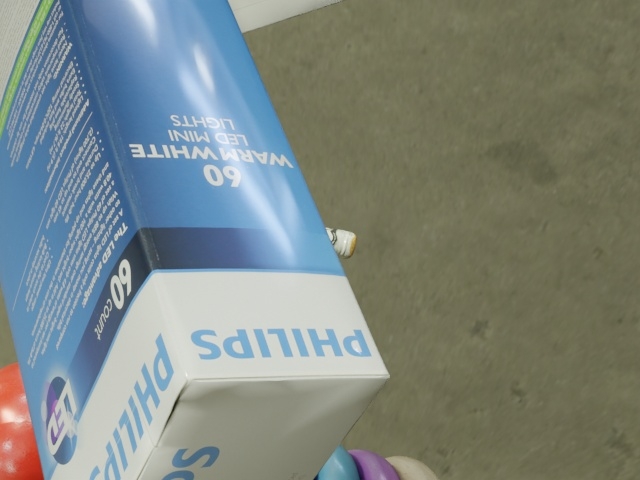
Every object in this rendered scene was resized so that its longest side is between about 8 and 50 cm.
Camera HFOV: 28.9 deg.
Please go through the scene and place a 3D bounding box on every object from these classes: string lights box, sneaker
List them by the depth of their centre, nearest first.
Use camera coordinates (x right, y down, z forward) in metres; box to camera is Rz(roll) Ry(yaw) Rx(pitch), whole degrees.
[{"bbox_3d":[-0.075,-0.012,0.493,0.076,0.133,0.260,2,48,-31],"label":"string lights box"},{"bbox_3d":[0.000,0.000,1.135,0.037,0.083,0.032,17,77,-24],"label":"sneaker"}]

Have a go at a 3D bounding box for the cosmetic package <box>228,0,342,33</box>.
[{"bbox_3d":[0.028,-0.176,0.626,0.239,0.060,0.099,-17,99,5],"label":"cosmetic package"}]

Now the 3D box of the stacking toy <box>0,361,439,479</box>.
[{"bbox_3d":[-0.079,0.168,0.834,0.330,0.141,0.141,24,70,-23],"label":"stacking toy"}]
